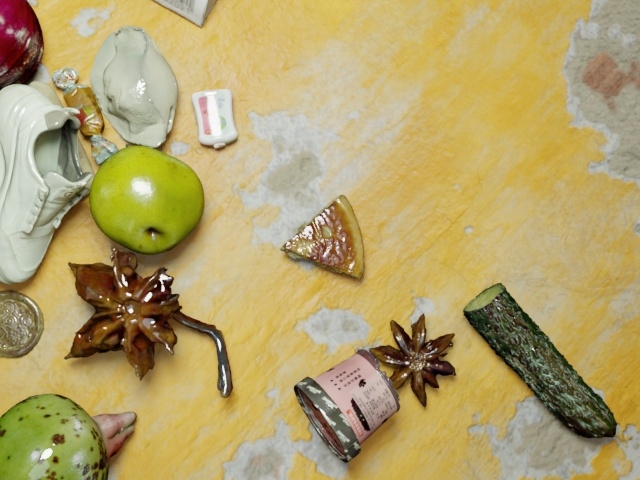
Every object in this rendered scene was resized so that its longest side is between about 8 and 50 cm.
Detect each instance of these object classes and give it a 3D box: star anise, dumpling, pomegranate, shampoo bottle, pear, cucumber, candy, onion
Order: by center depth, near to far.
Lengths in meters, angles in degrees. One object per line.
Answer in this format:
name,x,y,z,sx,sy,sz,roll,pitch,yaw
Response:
pomegranate,-0.397,0.330,0.983,0.247,0.214,0.214,-23,89,-47
onion,-0.554,-0.337,0.985,0.207,0.206,0.216,41,83,-3
star anise,-0.281,0.144,1.029,0.346,0.148,0.237,36,104,-7
pear,-0.287,-0.081,1.038,0.180,0.216,0.166,8,126,-31
dumpling,-0.322,-0.253,1.070,0.154,0.111,0.181,0,74,24
candy,-0.398,-0.213,1.080,0.053,0.046,0.182,-26,85,-6
shampoo bottle,-0.184,-0.211,1.109,0.072,0.043,0.099,-8,87,-8
star anise,0.167,0.212,1.121,0.167,0.057,0.168,1,85,-9
cucumber,0.404,0.235,1.140,0.096,0.096,0.359,-41,95,-8

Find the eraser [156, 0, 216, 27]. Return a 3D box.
eraser,-0.332,-0.569,1.093,0.396,0.082,0.213,28,82,-5

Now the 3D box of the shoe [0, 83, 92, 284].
shoe,-0.428,-0.076,0.981,0.159,0.124,0.317,11,103,22

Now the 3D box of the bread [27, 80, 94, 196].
bread,-0.448,-0.171,1.066,0.073,0.053,0.215,-25,90,-5

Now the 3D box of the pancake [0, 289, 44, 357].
pancake,-0.519,0.140,1.055,0.114,0.011,0.115,1,85,-6

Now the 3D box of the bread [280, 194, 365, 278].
bread,0.018,-0.017,1.118,0.154,0.054,0.136,18,85,-12

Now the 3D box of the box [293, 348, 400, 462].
box,0.051,0.269,1.060,0.135,0.151,0.151,-32,91,-16
